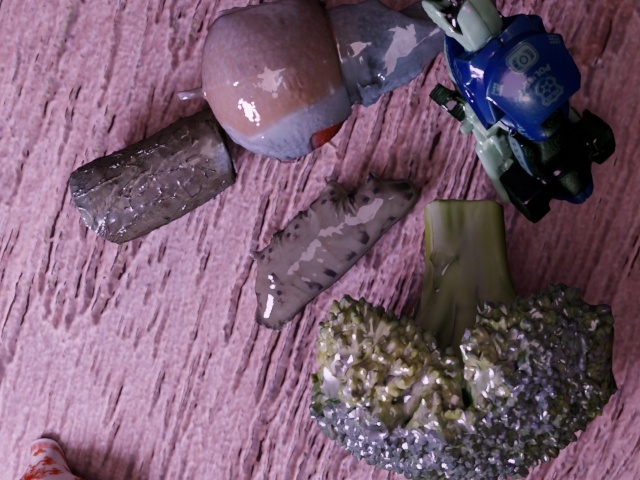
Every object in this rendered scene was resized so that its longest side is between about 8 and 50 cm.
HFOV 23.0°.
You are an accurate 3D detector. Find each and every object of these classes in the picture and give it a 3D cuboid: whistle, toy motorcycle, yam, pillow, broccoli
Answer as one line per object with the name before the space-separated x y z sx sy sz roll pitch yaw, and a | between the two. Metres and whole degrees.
whistle | 0.021 -0.183 1.647 0.348 0.189 0.189 -15 99 -1
toy motorcycle | 0.193 -0.144 1.550 0.125 0.331 0.196 -41 52 -2
yam | -0.172 -0.071 1.729 0.183 0.107 0.107 -25 97 16
pillow | -0.001 0.000 1.743 0.093 0.051 0.241 46 107 -2
broccoli | 0.124 0.112 1.604 0.375 0.249 0.302 -18 89 55

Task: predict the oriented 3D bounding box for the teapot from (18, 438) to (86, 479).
teapot | -0.308 0.364 1.854 0.159 0.116 0.245 -8 107 0

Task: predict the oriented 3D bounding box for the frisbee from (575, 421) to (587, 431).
frisbee | 0.185 0.163 1.766 0.187 0.012 0.211 -40 93 16
